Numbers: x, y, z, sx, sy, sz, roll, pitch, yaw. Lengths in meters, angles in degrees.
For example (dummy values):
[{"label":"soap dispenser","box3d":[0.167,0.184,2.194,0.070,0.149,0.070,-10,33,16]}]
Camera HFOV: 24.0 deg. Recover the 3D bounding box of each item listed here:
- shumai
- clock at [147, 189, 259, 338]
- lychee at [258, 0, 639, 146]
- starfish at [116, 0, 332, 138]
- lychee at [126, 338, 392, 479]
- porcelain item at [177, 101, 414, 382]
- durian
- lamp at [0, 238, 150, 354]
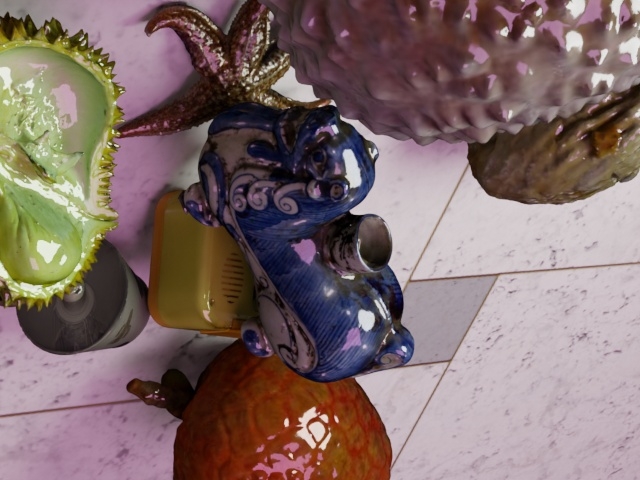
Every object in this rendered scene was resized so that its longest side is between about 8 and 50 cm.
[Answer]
[{"label":"shumai","box3d":[0.325,-0.141,1.592,0.346,0.217,0.283,-44,142,4]},{"label":"clock","box3d":[-0.070,0.027,1.510,0.202,0.096,0.143,11,84,-45]},{"label":"lychee","box3d":[0.123,-0.263,1.176,0.380,0.380,0.432,-33,129,-5]},{"label":"starfish","box3d":[-0.080,-0.150,1.388,0.238,0.057,0.213,-40,136,3]},{"label":"lychee","box3d":[-0.066,0.215,1.634,0.300,0.255,0.255,12,131,-2]},{"label":"porcelain item","box3d":[0.000,0.000,1.387,0.138,0.186,0.288,-42,116,-42]},{"label":"durian","box3d":[-0.262,-0.072,1.210,0.200,0.176,0.237,-38,133,-48]},{"label":"lamp","box3d":[-0.241,0.045,1.405,0.121,0.121,0.214,-42,159,7]}]
